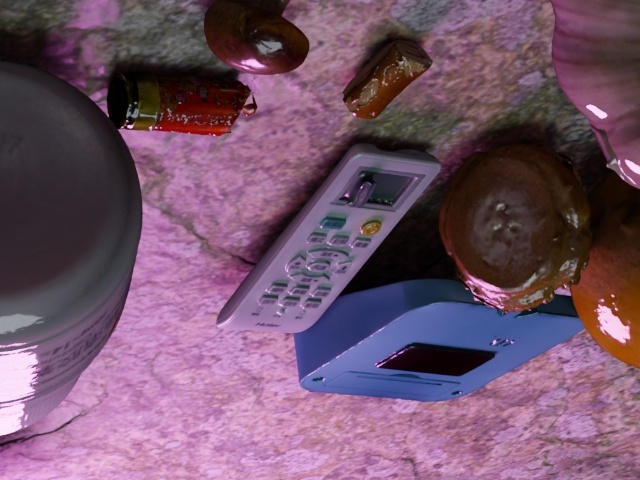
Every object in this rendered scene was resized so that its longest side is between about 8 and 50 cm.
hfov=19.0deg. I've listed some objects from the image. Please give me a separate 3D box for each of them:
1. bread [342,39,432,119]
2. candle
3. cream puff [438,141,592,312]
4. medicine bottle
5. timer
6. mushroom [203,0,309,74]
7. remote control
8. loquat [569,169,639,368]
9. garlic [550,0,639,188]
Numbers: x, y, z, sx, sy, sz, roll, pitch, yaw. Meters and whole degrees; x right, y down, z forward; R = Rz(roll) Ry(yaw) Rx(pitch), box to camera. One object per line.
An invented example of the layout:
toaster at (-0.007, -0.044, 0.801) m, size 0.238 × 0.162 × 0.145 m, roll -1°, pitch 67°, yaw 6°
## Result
bread at (0.057, -0.141, 1.668) m, size 0.047 × 0.036 × 0.083 m, roll 2°, pitch 146°, yaw -44°
candle at (-0.112, -0.115, 1.618) m, size 0.131 × 0.052 × 0.052 m, roll 1°, pitch 147°, yaw -28°
cream puff at (0.193, -0.014, 1.840) m, size 0.165 × 0.150 × 0.115 m, roll -63°, pitch 159°, yaw 8°
medicine bottle at (-0.278, 0.020, 1.575) m, size 0.245 × 0.245 × 0.306 m, roll -7°, pitch 157°, yaw -14°
timer at (0.121, 0.085, 1.990) m, size 0.232 × 0.091 × 0.250 m, roll 10°, pitch 154°, yaw -36°
mushroom at (-0.043, -0.176, 1.525) m, size 0.088 × 0.073 × 0.129 m, roll 30°, pitch 134°, yaw -7°
remote control at (0.000, 0.001, 1.876) m, size 0.103 × 0.051 × 0.293 m, roll 6°, pitch 141°, yaw -34°
loquat at (0.358, 0.021, 1.903) m, size 0.244 × 0.244 × 0.244 m, roll -12°, pitch 151°, yaw -6°
garlic at (0.332, -0.177, 1.486) m, size 0.322 × 0.322 × 0.241 m, roll -26°, pitch 175°, yaw 18°
